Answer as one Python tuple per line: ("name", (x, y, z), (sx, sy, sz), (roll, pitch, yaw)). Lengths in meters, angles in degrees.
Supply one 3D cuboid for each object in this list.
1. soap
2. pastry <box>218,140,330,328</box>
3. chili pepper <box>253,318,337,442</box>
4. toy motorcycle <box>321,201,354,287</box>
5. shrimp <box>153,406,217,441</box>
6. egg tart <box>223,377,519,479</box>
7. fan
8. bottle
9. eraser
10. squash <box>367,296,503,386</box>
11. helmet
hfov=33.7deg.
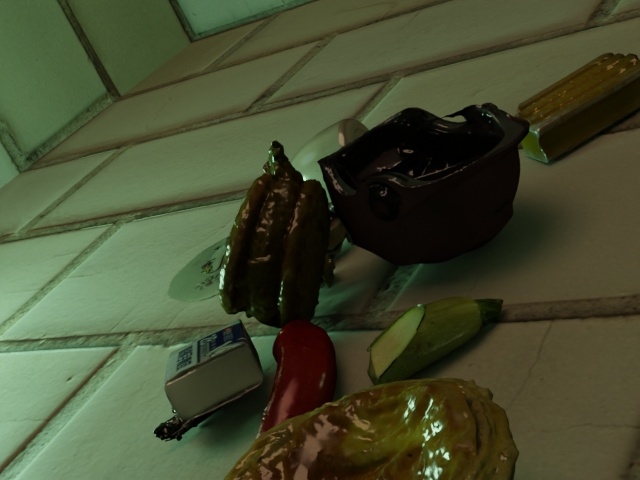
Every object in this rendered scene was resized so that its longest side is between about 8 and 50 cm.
("soap", (0.427, -0.223, 1.741), (0.232, 0.073, 0.140), (-31, 21, -8))
("pastry", (-0.051, 0.011, 1.531), (0.132, 0.240, 0.235), (18, 68, 7))
("chili pepper", (-0.042, 0.193, 1.355), (0.137, 0.092, 0.368), (-36, 15, 21))
("toy motorcycle", (0.000, 0.000, 1.720), (0.130, 0.094, 0.229), (-16, 35, 16))
("shrimp", (-0.173, 0.235, 1.487), (0.161, 0.034, 0.091), (-35, 12, -34))
("egg tart", (0.042, 0.272, 1.000), (0.352, 0.150, 0.352), (-29, 22, 13))
("fan", (-0.175, 0.001, 2.017), (0.233, 0.012, 0.414), (-21, 24, 14))
("bottle", (-0.009, -0.110, 1.913), (0.236, 0.147, 0.147), (-25, 21, 26))
("eraser", (-0.147, 0.172, 1.446), (0.124, 0.068, 0.210), (-28, 8, -3))
("squash", (0.143, 0.111, 1.333), (0.200, 0.075, 0.090), (-30, -4, -9))
("helmet", (0.161, -0.067, 1.542), (0.338, 0.197, 0.271), (9, 33, 44))
